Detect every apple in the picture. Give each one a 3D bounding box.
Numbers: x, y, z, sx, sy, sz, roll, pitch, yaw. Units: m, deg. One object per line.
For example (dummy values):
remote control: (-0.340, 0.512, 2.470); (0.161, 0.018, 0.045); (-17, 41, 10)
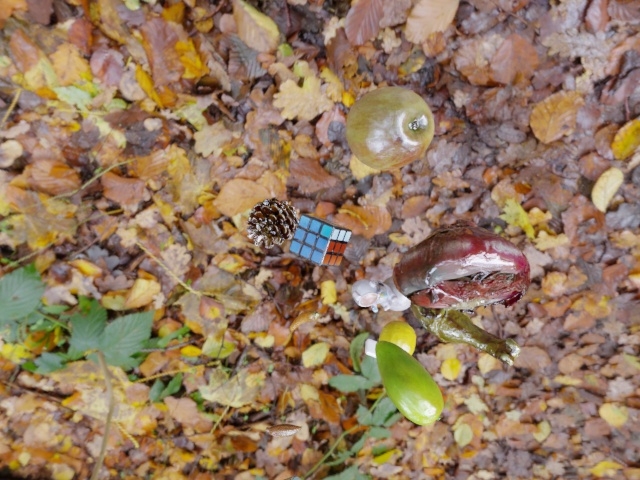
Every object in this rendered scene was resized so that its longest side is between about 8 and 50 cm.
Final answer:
apple: (0.216, -0.344, 1.351); (0.256, 0.234, 0.257); (-5, 102, -26)

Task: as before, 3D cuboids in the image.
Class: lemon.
lemon: (0.360, 0.472, 2.040); (0.180, 0.193, 0.180); (-4, 153, -2)

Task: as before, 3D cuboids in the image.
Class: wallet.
wallet: (0.322, 0.592, 2.325); (0.190, 0.095, 0.033); (22, 135, -14)

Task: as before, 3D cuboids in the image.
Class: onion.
onion: (0.280, 0.042, 0.897); (0.272, 0.195, 0.272); (2, 153, 1)

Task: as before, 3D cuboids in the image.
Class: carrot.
carrot: (-0.093, 0.416, 2.311); (0.066, 0.062, 0.271); (45, 136, -15)

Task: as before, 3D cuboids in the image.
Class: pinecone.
pinecone: (-0.163, -0.049, 1.390); (0.163, 0.165, 0.163); (13, 121, 21)

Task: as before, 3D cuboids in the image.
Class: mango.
mango: (0.307, 0.507, 1.594); (0.192, 0.343, 0.156); (18, 115, -47)

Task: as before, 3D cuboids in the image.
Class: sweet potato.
sweet potato: (-0.094, 0.490, 1.125); (0.095, 0.034, 0.034); (-4, 130, 1)

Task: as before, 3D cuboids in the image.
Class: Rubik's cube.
Rubik's cube: (0.000, 0.000, 1.695); (0.162, 0.163, 0.161); (24, 98, 30)

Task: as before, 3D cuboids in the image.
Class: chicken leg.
chicken leg: (0.445, 0.279, 1.377); (0.361, 0.211, 0.140); (32, 100, 31)

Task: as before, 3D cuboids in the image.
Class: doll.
doll: (0.240, 0.203, 1.708); (0.287, 0.151, 0.151); (6, 138, -34)

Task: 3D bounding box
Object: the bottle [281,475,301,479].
bottle: (-0.186, 0.839, 1.401); (0.286, 0.082, 0.082); (-28, 122, 15)
